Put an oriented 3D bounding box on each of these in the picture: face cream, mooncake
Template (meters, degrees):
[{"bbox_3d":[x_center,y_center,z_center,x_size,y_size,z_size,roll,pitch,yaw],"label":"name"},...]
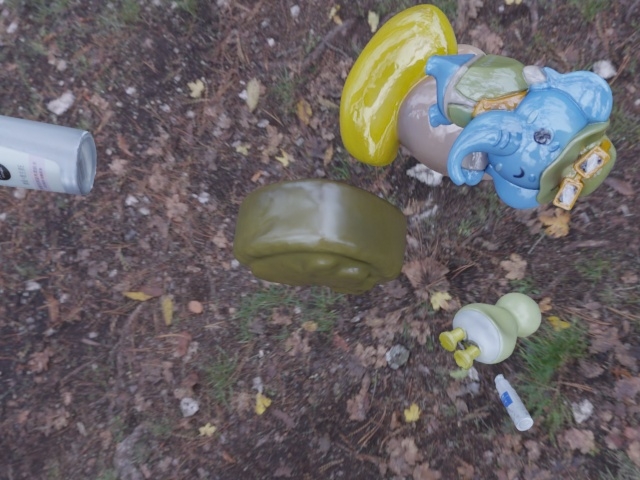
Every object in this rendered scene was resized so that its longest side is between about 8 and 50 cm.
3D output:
[{"bbox_3d":[0.373,0.313,1.366,0.034,0.130,0.034,-4,121,-7],"label":"face cream"},{"bbox_3d":[-0.421,-0.115,0.865,0.270,0.107,0.073,9,45,-1],"label":"face cream"},{"bbox_3d":[0.000,0.000,0.937,0.235,0.235,0.117,6,77,9],"label":"mooncake"}]

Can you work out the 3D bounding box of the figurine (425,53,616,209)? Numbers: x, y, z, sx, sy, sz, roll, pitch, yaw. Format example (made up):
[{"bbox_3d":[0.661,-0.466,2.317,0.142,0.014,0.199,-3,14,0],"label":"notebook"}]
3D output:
[{"bbox_3d":[0.248,-0.141,0.907,0.262,0.154,0.179,22,96,19],"label":"figurine"}]

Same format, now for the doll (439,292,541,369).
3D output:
[{"bbox_3d":[0.388,0.190,1.533,0.141,0.296,0.117,48,130,29],"label":"doll"}]

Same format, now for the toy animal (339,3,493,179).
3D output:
[{"bbox_3d":[0.219,-0.263,1.226,0.345,0.247,0.277,14,110,34],"label":"toy animal"}]
